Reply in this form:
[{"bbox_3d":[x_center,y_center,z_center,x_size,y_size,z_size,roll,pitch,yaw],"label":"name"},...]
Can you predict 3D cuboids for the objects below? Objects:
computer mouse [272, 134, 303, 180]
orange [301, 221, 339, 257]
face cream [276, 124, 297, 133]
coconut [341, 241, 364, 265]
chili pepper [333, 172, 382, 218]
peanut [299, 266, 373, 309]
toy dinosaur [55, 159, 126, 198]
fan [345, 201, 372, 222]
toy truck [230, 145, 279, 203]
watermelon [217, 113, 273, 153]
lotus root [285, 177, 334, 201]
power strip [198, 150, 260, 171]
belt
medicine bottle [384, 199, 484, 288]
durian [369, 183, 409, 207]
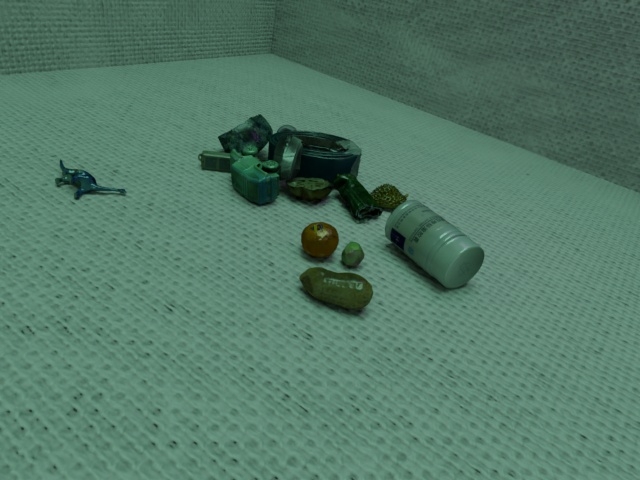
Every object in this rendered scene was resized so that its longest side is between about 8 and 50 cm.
[{"bbox_3d":[-0.147,-0.357,1.997,0.126,0.071,0.231,5,69,15],"label":"computer mouse"},{"bbox_3d":[-0.001,0.001,1.653,0.136,0.117,0.135,-11,28,6],"label":"orange"},{"bbox_3d":[-0.170,-0.532,2.403,0.117,0.117,0.104,12,14,-1],"label":"face cream"},{"bbox_3d":[0.112,0.052,1.647,0.082,0.081,0.083,-17,51,7],"label":"coconut"},{"bbox_3d":[0.142,-0.200,2.003,0.136,0.099,0.270,-15,47,-26],"label":"chili pepper"},{"bbox_3d":[0.048,0.143,1.464,0.237,0.110,0.120,15,53,16],"label":"peanut"},{"bbox_3d":[-0.897,-0.227,1.746,0.329,0.076,0.144,23,27,13],"label":"toy dinosaur"},{"bbox_3d":[0.167,-0.133,2.010,0.131,0.009,0.240,8,33,-7],"label":"fan"},{"bbox_3d":[-0.279,-0.271,1.946,0.156,0.154,0.279,-25,48,-33],"label":"toy truck"},{"bbox_3d":[-0.366,-0.495,2.197,0.226,0.148,0.318,4,47,39],"label":"watermelon"},{"bbox_3d":[-0.048,-0.212,2.003,0.204,0.077,0.183,-12,28,-39],"label":"lotus root"},{"bbox_3d":[-0.404,-0.345,2.081,0.273,0.078,0.052,5,33,-11],"label":"power strip"},{"bbox_3d":[-0.028,-0.393,2.190,0.437,0.173,0.300,12,34,1],"label":"belt"},{"bbox_3d":[0.407,0.011,1.703,0.190,0.189,0.332,-13,40,-33],"label":"medicine bottle"},{"bbox_3d":[0.321,-0.200,2.085,0.208,0.102,0.146,-5,30,-31],"label":"durian"}]
